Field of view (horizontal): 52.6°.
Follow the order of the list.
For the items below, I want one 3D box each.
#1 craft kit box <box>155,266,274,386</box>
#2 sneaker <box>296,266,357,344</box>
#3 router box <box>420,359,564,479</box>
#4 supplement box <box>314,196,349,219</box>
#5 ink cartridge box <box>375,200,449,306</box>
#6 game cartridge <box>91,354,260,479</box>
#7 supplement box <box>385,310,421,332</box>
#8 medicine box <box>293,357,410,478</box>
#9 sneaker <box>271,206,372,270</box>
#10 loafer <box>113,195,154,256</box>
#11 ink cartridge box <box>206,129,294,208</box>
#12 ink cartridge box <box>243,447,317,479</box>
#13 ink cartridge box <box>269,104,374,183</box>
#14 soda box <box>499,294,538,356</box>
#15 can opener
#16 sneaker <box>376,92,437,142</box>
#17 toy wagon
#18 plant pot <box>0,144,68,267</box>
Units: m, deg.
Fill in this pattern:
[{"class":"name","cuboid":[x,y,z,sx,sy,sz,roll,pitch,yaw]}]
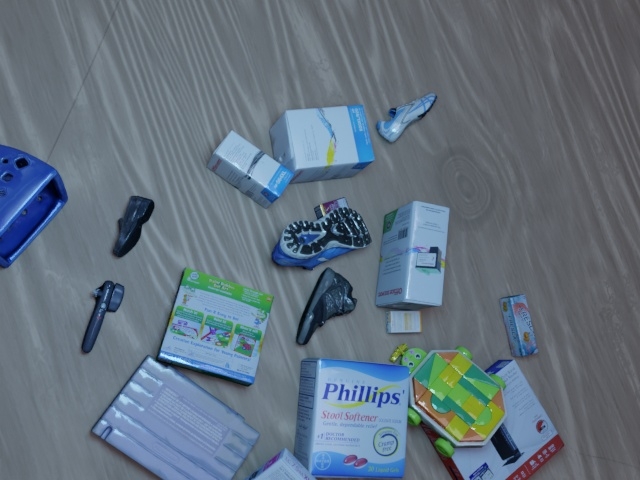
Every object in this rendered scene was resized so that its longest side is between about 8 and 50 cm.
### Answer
[{"class":"craft kit box","cuboid":[-0.266,0.221,1.662,0.250,0.061,0.247,20,64,-15]},{"class":"sneaker","cuboid":[0.022,0.198,1.775,0.130,0.087,0.227,30,67,-5]},{"class":"router box","cuboid":[0.499,0.562,1.877,0.335,0.082,0.301,-32,92,-21]},{"class":"supplement box","cuboid":[0.032,-0.089,1.848,0.083,0.055,0.043,-17,86,-22]},{"class":"ink cartridge box","cuboid":[0.256,0.050,1.821,0.117,0.201,0.278,11,77,-17]},{"class":"game cartridge","cuboid":[-0.351,0.473,1.614,0.355,0.068,0.230,38,67,-9]},{"class":"supplement box","cuboid":[0.240,0.235,1.871,0.098,0.036,0.062,3,80,-19]},{"class":"medicine box","cuboid":[0.082,0.466,1.715,0.263,0.149,0.289,8,79,-18]},{"class":"sneaker","cuboid":[0.000,0.000,1.790,0.330,0.147,0.130,-9,72,-39]},{"class":"loafer","cuboid":[-0.491,-0.038,1.663,0.061,0.062,0.170,21,69,9]},{"class":"ink cartridge box","cuboid":[-0.191,-0.188,1.738,0.203,0.148,0.086,36,72,-10]},{"class":"ink cartridge box","cuboid":[-0.138,0.670,1.594,0.311,0.065,0.186,-42,96,13]},{"class":"ink cartridge box","cuboid":[-0.001,-0.265,1.806,0.232,0.171,0.168,-9,83,-21]},{"class":"soda box","cuboid":[0.604,0.259,1.979,0.058,0.063,0.183,-9,83,-20]},{"class":"can opener","cuboid":[-0.545,0.187,1.596,0.073,0.059,0.186,23,73,-14]},{"class":"sneaker","cuboid":[0.267,-0.390,1.971,0.237,0.085,0.086,-40,87,-24]},{"class":"toy wagon","cuboid":[0.341,0.412,1.793,0.344,0.068,0.267,41,64,14]},{"class":"plant pot","cuboid":[-0.750,-0.102,1.490,0.212,0.236,0.236,36,71,-4]}]
